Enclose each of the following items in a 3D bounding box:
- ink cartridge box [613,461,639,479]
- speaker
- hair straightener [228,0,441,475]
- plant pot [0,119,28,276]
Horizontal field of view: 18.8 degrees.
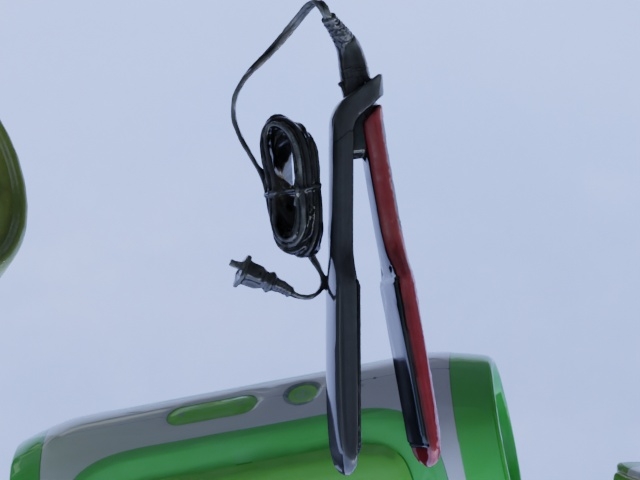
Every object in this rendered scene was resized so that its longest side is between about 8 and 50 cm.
[{"bbox_3d":[0.299,0.189,1.045,0.189,0.097,0.255,1,-173,-22],"label":"ink cartridge box"},{"bbox_3d":[-0.031,0.149,1.173,0.296,0.131,0.131,-11,-140,9],"label":"speaker"},{"bbox_3d":[0.000,0.000,0.928,0.089,0.230,0.047,-8,-178,-11],"label":"hair straightener"},{"bbox_3d":[-0.310,0.012,1.050,0.293,0.275,0.275,-26,-147,27],"label":"plant pot"}]
